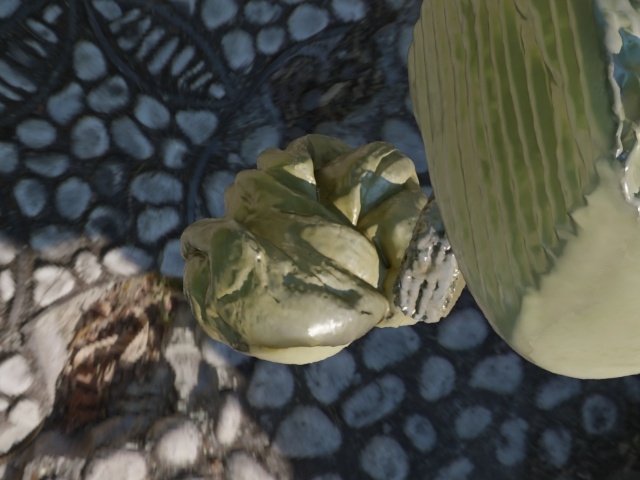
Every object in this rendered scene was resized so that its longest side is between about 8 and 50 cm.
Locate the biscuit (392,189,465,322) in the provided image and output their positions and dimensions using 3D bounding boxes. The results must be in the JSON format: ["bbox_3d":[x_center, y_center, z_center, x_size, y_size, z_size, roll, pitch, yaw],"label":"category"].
[{"bbox_3d":[0.138,-0.034,1.221,0.061,0.239,0.108,23,135,9],"label":"biscuit"}]

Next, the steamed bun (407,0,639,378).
[{"bbox_3d":[0.198,-0.082,0.671,0.272,0.273,0.290,4,54,-11],"label":"steamed bun"}]

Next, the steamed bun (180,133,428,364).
[{"bbox_3d":[0.000,-0.002,1.553,0.372,0.325,0.230,-14,110,-31],"label":"steamed bun"}]
